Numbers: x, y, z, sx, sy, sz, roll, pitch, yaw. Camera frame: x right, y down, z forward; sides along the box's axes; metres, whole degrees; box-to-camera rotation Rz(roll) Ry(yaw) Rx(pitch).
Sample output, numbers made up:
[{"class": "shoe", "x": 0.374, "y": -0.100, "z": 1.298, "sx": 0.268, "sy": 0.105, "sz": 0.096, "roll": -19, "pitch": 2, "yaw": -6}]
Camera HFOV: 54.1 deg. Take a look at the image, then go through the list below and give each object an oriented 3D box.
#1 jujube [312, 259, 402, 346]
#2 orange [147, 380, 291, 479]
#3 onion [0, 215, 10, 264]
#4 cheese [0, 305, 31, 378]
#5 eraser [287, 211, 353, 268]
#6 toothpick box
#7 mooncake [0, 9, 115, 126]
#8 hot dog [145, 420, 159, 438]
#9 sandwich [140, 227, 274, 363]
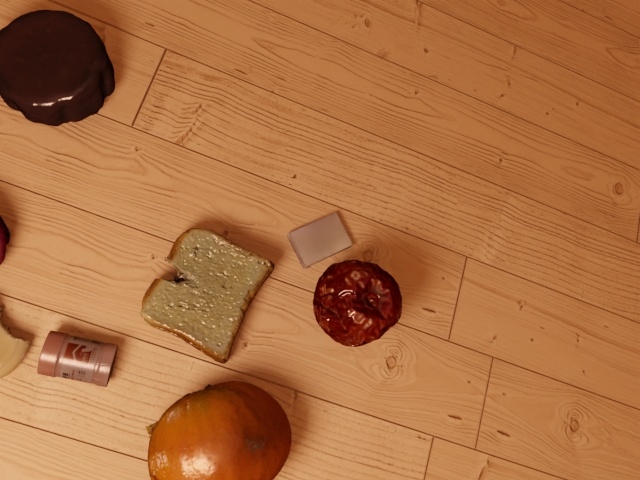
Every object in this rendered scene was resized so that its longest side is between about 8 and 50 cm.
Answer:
[{"class": "jujube", "x": 0.082, "y": 0.154, "z": 1.526, "sx": 0.212, "sy": 0.232, "sz": 0.213, "roll": 3, "pitch": 79, "yaw": -14}, {"class": "orange", "x": -0.211, "y": 0.443, "z": 1.354, "sx": 0.309, "sy": 0.274, "sz": 0.275, "roll": -15, "pitch": 79, "yaw": -12}, {"class": "onion", "x": -0.780, "y": -0.007, "z": 1.365, "sx": 0.200, "sy": 0.201, "sz": 0.207, "roll": -35, "pitch": 55, "yaw": -21}, {"class": "cheese", "x": -0.745, "y": 0.259, "z": 1.349, "sx": 0.163, "sy": 0.071, "sz": 0.249, "roll": 33, "pitch": 70, "yaw": -5}, {"class": "eraser", "x": 0.000, "y": 0.000, "z": 1.656, "sx": 0.150, "sy": 0.023, "sz": 0.104, "roll": -24, "pitch": 83, "yaw": -20}, {"class": "toothpick box", "x": -0.536, "y": 0.263, "z": 1.391, "sx": 0.148, "sy": 0.098, "sz": 0.099, "roll": 15, "pitch": 72, "yaw": -13}, {"class": "mooncake", "x": -0.648, "y": -0.413, "z": 1.524, "sx": 0.282, "sy": 0.141, "sz": 0.283, "roll": 2, "pitch": 70, "yaw": -7}, {"class": "hot dog", "x": -0.280, "y": 0.465, "z": 1.413, "sx": 0.261, "sy": 0.093, "sz": 0.123, "roll": 36, "pitch": 59, "yaw": -20}, {"class": "sandwich", "x": -0.276, "y": 0.119, "z": 1.508, "sx": 0.248, "sy": 0.095, "sz": 0.273, "roll": 27, "pitch": 70, "yaw": -3}]
